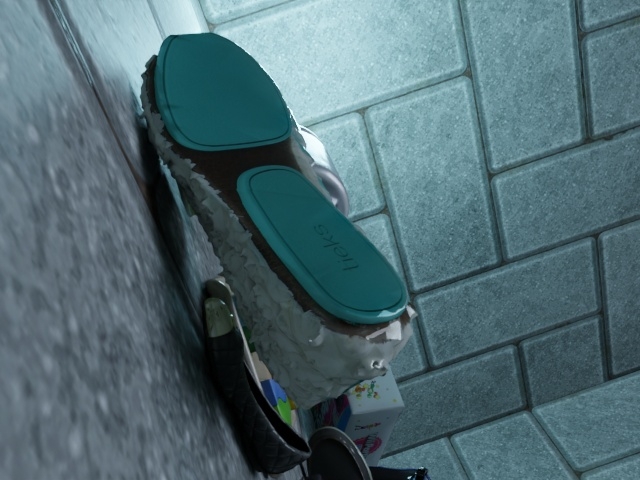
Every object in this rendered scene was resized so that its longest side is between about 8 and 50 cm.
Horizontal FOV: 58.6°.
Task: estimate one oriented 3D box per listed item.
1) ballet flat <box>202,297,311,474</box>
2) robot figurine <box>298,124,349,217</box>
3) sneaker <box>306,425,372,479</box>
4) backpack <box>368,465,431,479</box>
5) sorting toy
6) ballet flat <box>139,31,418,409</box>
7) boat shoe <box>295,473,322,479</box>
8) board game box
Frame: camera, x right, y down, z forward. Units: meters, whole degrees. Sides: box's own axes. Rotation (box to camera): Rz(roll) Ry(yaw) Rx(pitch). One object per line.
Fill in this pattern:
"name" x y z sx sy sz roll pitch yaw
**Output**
"ballet flat" -0.055 0.118 0.466 0.057 0.049 0.173 -113 -177 -67
"robot figurine" -0.063 -0.103 1.110 0.300 0.200 0.353 37 18 -31
"sneaker" 0.036 0.348 0.712 0.118 0.083 0.221 74 -2 -79
"backpack" 0.097 0.440 0.860 0.173 0.158 0.116 -88 -178 -52
"sorting toy" -0.062 0.126 0.614 0.208 0.038 0.192 112 -41 -88
"ballet flat" -0.070 -0.032 0.503 0.408 0.147 0.147 60 -8 36
"boat shoe" 0.003 0.313 0.605 0.046 0.038 0.125 75 -4 -75
"board game box" 0.041 0.250 1.075 0.303 0.098 0.224 -111 -156 -46
